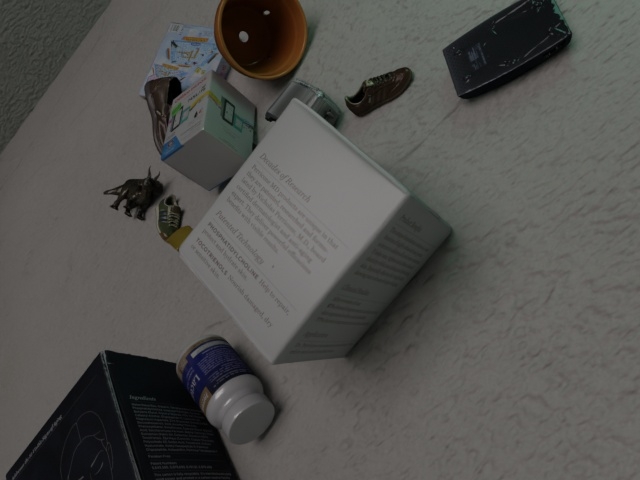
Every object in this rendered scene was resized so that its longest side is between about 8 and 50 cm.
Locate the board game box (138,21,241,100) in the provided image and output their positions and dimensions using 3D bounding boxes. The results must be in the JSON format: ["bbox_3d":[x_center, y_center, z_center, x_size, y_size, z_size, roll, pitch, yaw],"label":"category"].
[{"bbox_3d":[-0.489,-0.644,1.932,0.318,0.066,0.318,19,83,26],"label":"board game box"}]

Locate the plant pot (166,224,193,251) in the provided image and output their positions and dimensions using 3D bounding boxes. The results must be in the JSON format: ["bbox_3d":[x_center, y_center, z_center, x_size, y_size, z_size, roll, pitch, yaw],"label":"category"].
[{"bbox_3d":[-0.420,0.002,1.640,0.081,0.081,0.083,31,80,43],"label":"plant pot"}]

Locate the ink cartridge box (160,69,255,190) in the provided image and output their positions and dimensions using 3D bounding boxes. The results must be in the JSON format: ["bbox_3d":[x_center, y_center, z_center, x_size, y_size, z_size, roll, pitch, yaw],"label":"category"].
[{"bbox_3d":[-0.344,-0.343,1.625,0.198,0.197,0.270,-26,49,30],"label":"ink cartridge box"}]

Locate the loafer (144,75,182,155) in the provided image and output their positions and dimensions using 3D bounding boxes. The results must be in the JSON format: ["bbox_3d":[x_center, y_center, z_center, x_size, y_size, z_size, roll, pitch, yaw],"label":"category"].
[{"bbox_3d":[-0.503,-0.411,1.790,0.130,0.134,0.366,-24,83,26],"label":"loafer"}]

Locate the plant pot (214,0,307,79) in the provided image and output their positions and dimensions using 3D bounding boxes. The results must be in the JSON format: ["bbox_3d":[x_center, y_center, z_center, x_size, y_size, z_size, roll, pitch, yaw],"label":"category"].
[{"bbox_3d":[-0.214,-0.657,1.646,0.203,0.290,0.291,24,87,59],"label":"plant pot"}]

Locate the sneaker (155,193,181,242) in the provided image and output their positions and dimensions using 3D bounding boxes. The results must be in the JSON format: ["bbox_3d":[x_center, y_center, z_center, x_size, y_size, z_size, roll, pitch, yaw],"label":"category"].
[{"bbox_3d":[-0.509,-0.082,1.754,0.086,0.064,0.192,-45,46,21],"label":"sneaker"}]

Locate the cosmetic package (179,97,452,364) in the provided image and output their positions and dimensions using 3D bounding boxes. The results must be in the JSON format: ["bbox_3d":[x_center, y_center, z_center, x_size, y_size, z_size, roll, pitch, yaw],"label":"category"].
[{"bbox_3d":[0.000,0.000,1.084,0.327,0.329,0.394,44,100,27],"label":"cosmetic package"}]

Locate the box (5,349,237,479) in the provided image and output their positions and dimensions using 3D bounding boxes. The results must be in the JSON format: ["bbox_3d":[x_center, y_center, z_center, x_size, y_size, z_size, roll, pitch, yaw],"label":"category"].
[{"bbox_3d":[-0.496,0.622,1.277,0.480,0.297,0.472,-50,50,11],"label":"box"}]

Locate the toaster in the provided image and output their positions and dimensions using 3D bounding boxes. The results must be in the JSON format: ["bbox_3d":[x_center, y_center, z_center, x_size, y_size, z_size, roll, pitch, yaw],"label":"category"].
[{"bbox_3d":[-0.051,-0.360,1.466,0.146,0.129,0.227,-53,46,3],"label":"toaster"}]

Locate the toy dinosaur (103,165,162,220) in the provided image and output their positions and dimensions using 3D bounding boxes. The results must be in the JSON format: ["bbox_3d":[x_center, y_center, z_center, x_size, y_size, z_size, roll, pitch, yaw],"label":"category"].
[{"bbox_3d":[-0.689,-0.173,1.931,0.313,0.121,0.160,5,62,45],"label":"toy dinosaur"}]

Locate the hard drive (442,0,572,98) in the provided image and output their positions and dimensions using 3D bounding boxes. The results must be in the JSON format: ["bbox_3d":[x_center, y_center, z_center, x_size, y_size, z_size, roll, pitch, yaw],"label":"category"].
[{"bbox_3d":[0.414,-0.434,1.166,0.254,0.054,0.172,-26,57,29],"label":"hard drive"}]

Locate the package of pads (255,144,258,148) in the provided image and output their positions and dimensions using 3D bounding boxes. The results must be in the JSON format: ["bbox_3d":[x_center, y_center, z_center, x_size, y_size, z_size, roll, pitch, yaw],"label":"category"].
[{"bbox_3d":[-0.149,-0.134,1.418,0.229,0.101,0.297,4,71,64],"label":"package of pads"}]

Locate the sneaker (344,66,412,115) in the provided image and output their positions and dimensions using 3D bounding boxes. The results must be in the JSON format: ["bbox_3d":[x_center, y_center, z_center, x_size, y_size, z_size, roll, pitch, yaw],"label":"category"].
[{"bbox_3d":[0.149,-0.395,1.353,0.188,0.071,0.066,-33,53,25],"label":"sneaker"}]

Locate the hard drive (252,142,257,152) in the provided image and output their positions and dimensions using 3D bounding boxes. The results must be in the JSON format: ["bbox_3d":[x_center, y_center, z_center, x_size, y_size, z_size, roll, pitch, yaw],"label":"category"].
[{"bbox_3d":[-0.225,-0.229,1.617,0.094,0.022,0.135,-36,52,21],"label":"hard drive"}]

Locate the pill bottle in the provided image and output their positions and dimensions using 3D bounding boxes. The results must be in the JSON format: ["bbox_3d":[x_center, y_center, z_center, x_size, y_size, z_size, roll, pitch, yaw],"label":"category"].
[{"bbox_3d":[-0.234,0.363,1.276,0.264,0.153,0.153,35,94,43],"label":"pill bottle"}]
